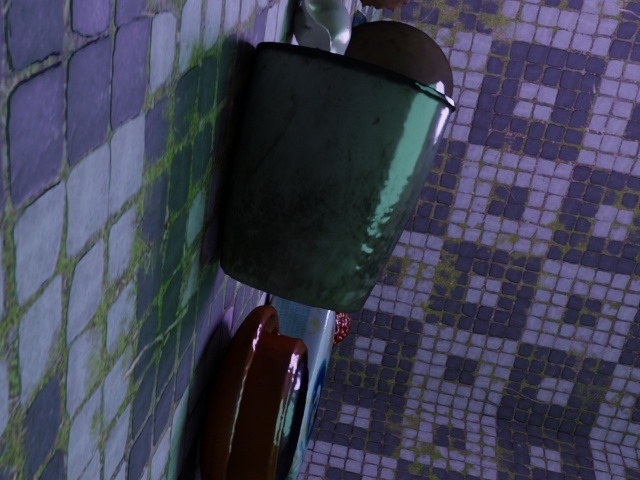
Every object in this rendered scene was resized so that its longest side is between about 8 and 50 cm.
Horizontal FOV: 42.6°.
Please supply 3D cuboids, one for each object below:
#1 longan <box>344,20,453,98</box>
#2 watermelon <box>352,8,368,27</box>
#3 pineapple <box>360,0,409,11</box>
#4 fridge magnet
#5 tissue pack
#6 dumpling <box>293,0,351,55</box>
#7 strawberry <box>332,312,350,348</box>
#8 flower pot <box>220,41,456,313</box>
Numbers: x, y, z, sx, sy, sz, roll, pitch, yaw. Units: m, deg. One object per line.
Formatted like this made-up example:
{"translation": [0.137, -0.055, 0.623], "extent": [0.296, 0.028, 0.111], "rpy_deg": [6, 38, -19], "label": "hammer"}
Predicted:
{"translation": [0.140, -0.342, 1.911], "extent": [0.361, 0.361, 0.361], "rpy_deg": [12, 90, -85], "label": "longan"}
{"translation": [0.133, -0.601, 2.480], "extent": [0.094, 0.081, 0.180], "rpy_deg": [22, 43, -66], "label": "watermelon"}
{"translation": [0.116, -0.633, 1.691], "extent": [0.357, 0.223, 0.223], "rpy_deg": [-101, -166, -49], "label": "pineapple"}
{"translation": [-0.112, 0.288, 1.379], "extent": [0.363, 0.155, 0.364], "rpy_deg": [11, 90, -84], "label": "fridge magnet"}
{"translation": [-0.078, 0.333, 1.855], "extent": [0.287, 0.162, 0.388], "rpy_deg": [92, 11, -60], "label": "tissue pack"}
{"translation": [-0.002, -0.379, 1.415], "extent": [0.134, 0.100, 0.169], "rpy_deg": [42, 57, -70], "label": "dumpling"}
{"translation": [-0.018, 0.185, 2.141], "extent": [0.187, 0.184, 0.201], "rpy_deg": [-134, -142, -59], "label": "strawberry"}
{"translation": [0.005, -0.083, 1.173], "extent": [0.293, 0.293, 0.330], "rpy_deg": [-37, 144, -83], "label": "flower pot"}
